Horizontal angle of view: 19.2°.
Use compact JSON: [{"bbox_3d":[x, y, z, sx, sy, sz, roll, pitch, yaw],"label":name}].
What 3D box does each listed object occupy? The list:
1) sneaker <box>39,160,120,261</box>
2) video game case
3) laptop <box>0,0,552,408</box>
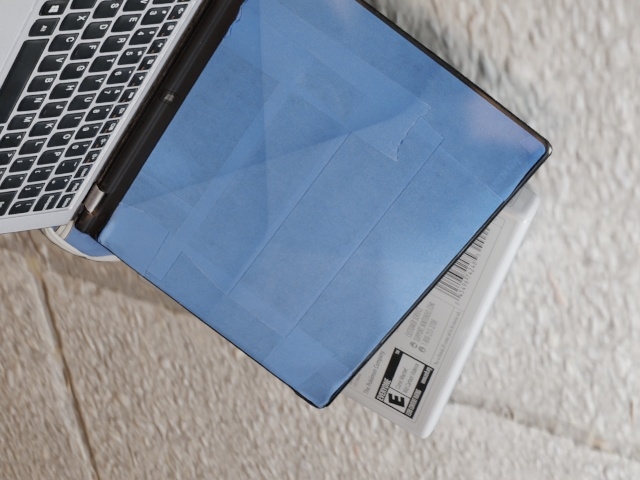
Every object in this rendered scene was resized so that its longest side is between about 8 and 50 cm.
[{"bbox_3d":[-0.214,-0.064,1.604,0.081,0.080,0.211,-3,130,44],"label":"sneaker"},{"bbox_3d":[0.000,0.000,1.549,0.300,0.036,0.329,29,144,8],"label":"video game case"},{"bbox_3d":[-0.126,-0.030,1.388,0.382,0.408,0.236,-53,56,45],"label":"laptop"}]
